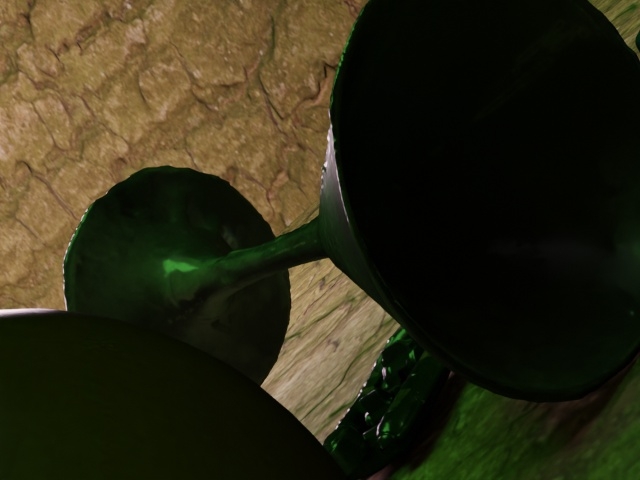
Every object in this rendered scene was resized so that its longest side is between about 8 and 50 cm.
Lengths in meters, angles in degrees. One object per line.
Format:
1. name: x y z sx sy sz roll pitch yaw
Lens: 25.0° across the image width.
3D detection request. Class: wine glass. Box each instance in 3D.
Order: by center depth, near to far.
1. wine glass: 0.000 0.000 0.974 0.406 0.267 0.267 -20 21 51

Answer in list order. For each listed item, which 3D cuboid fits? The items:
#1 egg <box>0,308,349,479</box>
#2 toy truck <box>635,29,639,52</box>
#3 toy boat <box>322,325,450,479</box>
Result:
1. egg: -0.100 0.182 0.489 0.282 0.282 0.351 -38 37 26
2. toy truck: 0.369 -0.197 0.848 0.385 0.161 0.162 -41 -2 11
3. toy boat: 0.055 0.114 1.072 0.104 0.052 0.210 -40 8 36
